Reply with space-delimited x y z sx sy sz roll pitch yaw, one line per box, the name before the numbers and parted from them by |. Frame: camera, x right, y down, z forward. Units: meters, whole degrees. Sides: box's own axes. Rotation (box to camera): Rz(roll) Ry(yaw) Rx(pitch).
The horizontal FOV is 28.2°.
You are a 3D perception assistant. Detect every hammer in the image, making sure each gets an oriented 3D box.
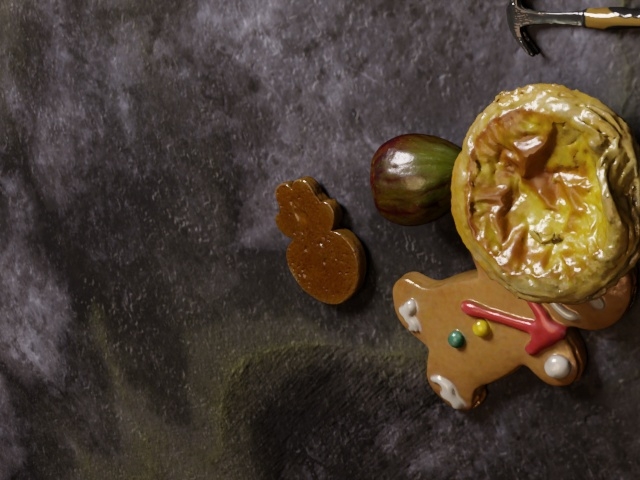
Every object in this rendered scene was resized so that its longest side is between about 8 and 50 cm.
hammer | 0.282 -0.225 1.315 0.201 0.021 0.078 10 117 38

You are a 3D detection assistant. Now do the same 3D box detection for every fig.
fig | 0.131 -0.071 1.468 0.154 0.103 0.109 1 149 28

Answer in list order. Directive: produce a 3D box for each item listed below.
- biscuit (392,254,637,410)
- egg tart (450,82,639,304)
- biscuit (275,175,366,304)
biscuit | 0.223 0.082 1.502 0.339 0.047 0.216 -23 96 44
egg tart | 0.252 -0.049 1.357 0.241 0.106 0.241 8 103 39
biscuit | 0.000 0.000 1.659 0.124 0.026 0.175 -11 104 41
